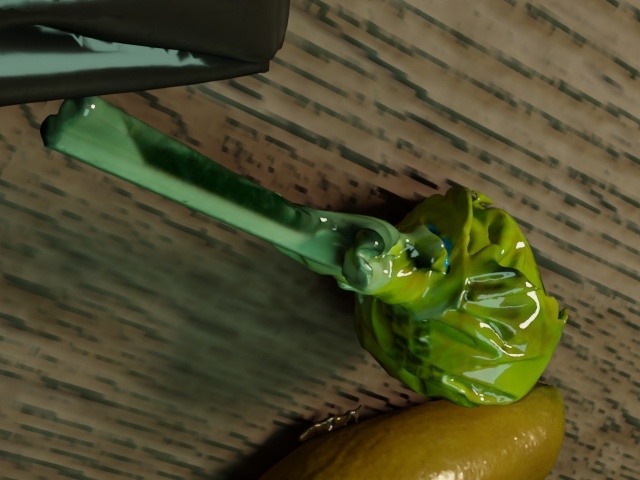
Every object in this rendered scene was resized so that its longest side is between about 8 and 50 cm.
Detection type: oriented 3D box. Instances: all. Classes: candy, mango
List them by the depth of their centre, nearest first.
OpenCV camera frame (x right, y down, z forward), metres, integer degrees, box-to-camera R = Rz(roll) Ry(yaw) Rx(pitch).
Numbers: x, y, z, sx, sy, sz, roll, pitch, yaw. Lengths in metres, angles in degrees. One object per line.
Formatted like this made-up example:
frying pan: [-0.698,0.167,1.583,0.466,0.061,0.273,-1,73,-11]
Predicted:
candy: [0.002,0.000,0.633,0.073,0.077,0.262,-53,144,8]
mango: [0.029,0.112,0.771,0.187,0.066,0.101,-26,135,-32]

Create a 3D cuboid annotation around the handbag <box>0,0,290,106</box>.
handbag: [-0.123,-0.146,0.427,0.257,0.113,0.285,-13,129,-21]
